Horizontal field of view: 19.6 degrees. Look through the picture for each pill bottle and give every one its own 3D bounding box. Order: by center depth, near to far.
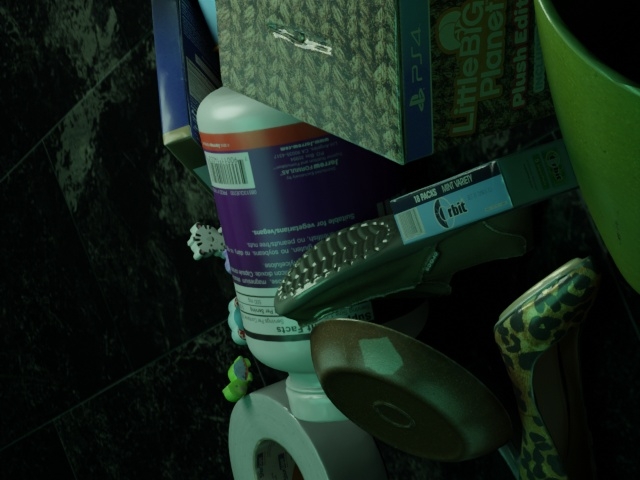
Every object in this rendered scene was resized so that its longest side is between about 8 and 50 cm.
[{"bbox_3d":[0.000,0.000,1.764,0.181,0.181,0.323,7,113,57],"label":"pill bottle"}]

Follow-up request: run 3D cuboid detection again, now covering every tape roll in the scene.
[{"bbox_3d":[-0.014,0.260,2.037,0.219,0.072,0.219,34,133,46],"label":"tape roll"}]

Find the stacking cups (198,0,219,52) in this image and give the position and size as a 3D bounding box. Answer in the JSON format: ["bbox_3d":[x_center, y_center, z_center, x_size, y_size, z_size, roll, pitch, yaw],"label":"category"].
[{"bbox_3d":[-0.075,-0.237,1.862,0.096,0.096,0.316,-15,99,59],"label":"stacking cups"}]

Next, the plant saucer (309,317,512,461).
[{"bbox_3d":[0.071,0.140,1.620,0.198,0.036,0.199,24,155,12],"label":"plant saucer"}]

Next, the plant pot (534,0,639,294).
[{"bbox_3d":[0.271,-0.085,1.240,0.275,0.274,0.293,50,159,32],"label":"plant pot"}]

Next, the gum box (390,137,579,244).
[{"bbox_3d":[0.172,-0.051,1.454,0.157,0.184,0.041,-21,88,59],"label":"gum box"}]

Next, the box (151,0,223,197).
[{"bbox_3d":[-0.120,-0.155,1.864,0.136,0.036,0.225,49,-152,-51],"label":"box"}]

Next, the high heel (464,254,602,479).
[{"bbox_3d":[0.223,0.133,1.587,0.186,0.093,0.261,51,145,15],"label":"high heel"}]

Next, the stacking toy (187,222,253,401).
[{"bbox_3d":[-0.082,0.049,1.992,0.167,0.052,0.221,137,129,-58],"label":"stacking toy"}]

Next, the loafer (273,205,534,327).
[{"bbox_3d":[0.079,0.023,1.628,0.087,0.251,0.094,62,-169,-20],"label":"loafer"}]

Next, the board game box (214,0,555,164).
[{"bbox_3d":[0.102,-0.187,1.388,0.232,0.291,0.141,28,129,50],"label":"board game box"}]
